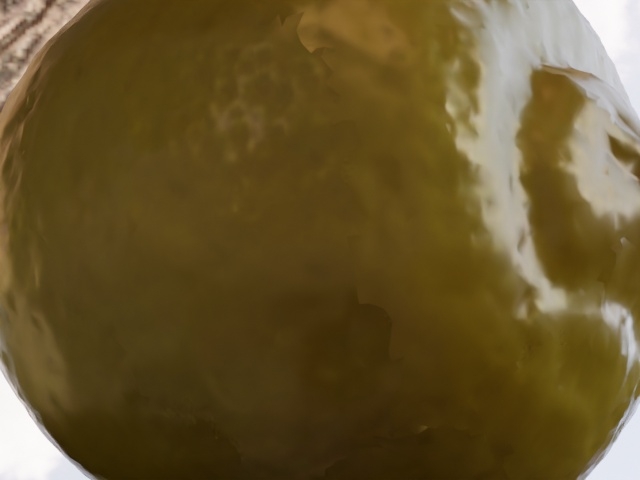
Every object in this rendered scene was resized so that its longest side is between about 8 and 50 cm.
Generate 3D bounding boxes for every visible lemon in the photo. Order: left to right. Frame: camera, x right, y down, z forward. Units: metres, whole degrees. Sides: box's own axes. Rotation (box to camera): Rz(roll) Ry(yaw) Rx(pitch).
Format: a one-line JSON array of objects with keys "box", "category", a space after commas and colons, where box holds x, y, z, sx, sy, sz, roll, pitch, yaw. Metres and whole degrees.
[{"box": [0.000, 0.000, 0.614, 0.348, 0.348, 0.348, 3, -83, 28], "category": "lemon"}]
